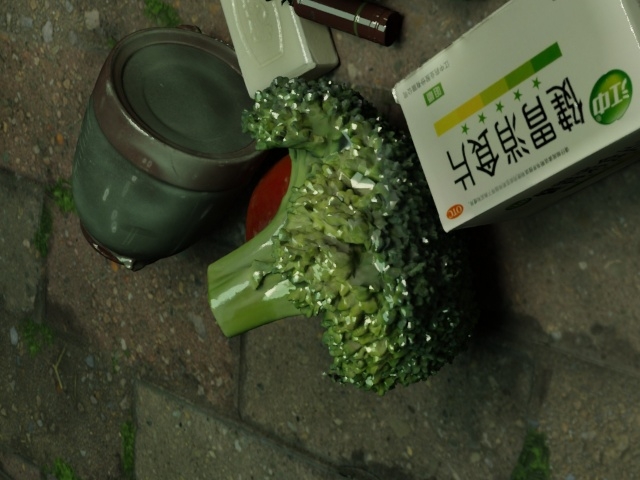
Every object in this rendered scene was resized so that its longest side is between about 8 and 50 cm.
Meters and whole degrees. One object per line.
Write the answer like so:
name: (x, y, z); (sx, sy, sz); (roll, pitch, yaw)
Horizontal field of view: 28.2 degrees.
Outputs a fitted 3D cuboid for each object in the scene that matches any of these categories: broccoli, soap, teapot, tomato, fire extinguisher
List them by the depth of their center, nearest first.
broccoli: (0.012, -0.007, 1.388); (0.249, 0.302, 0.375); (131, 115, -81)
fire extinguisher: (0.021, -0.276, 1.513); (0.157, 0.078, 0.045); (22, 128, 22)
tomato: (-0.024, -0.020, 1.588); (0.228, 0.112, 0.199); (-9, 90, 44)
soap: (-0.057, -0.282, 1.602); (0.121, 0.064, 0.183); (-23, 82, 43)
teapot: (-0.223, -0.128, 1.717); (0.312, 0.233, 0.315); (-54, 31, 43)

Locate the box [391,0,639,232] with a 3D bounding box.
box: (0.240, -0.147, 1.241); (0.333, 0.145, 0.173); (-31, 76, 51)
